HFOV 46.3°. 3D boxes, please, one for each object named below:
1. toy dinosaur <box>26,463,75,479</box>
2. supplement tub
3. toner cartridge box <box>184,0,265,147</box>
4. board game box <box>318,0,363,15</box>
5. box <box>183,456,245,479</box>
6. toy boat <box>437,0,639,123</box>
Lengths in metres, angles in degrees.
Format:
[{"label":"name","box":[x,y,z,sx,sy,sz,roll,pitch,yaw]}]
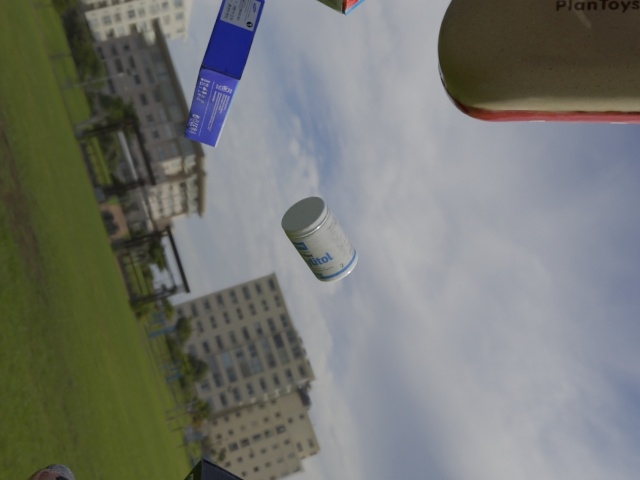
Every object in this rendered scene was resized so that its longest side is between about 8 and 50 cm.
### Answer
[{"label":"toy dinosaur","box":[-0.074,0.224,0.282,0.295,0.127,0.200,11,-43,58]},{"label":"supplement tub","box":[0.000,0.000,1.035,0.107,0.071,0.071,55,-1,-34]},{"label":"toner cartridge box","box":[-0.191,-0.318,1.438,0.348,0.075,0.165,140,-33,-71]},{"label":"board game box","box":[-0.061,-0.414,0.689,0.308,0.086,0.302,34,-32,18]},{"label":"box","box":[-0.048,0.313,0.696,0.184,0.045,0.191,37,13,-18]},{"label":"toy boat","box":[0.216,-0.152,0.631,0.151,0.231,0.151,55,43,-63]}]
